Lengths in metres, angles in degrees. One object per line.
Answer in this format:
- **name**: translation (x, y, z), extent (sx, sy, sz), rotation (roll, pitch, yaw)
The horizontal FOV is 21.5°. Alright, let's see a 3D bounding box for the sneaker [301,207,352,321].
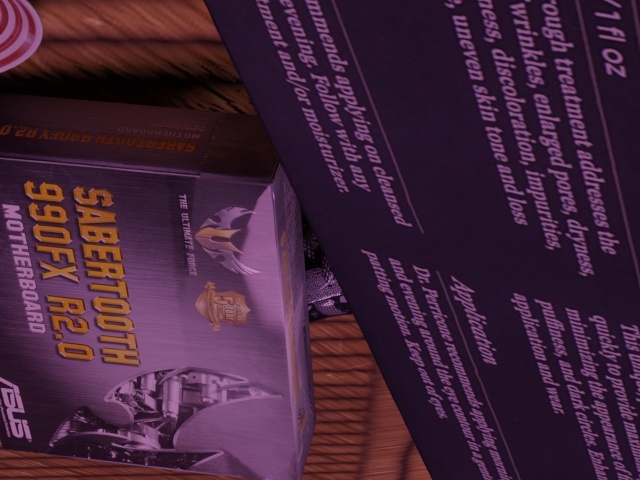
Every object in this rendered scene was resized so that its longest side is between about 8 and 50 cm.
- **sneaker**: translation (0.000, 0.000, 0.979), extent (0.269, 0.101, 0.153), rotation (-4, 161, -11)

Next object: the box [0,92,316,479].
- **box**: translation (-0.100, 0.031, 0.921), extent (0.183, 0.056, 0.231), rotation (6, 133, 10)

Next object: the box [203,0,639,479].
- **box**: translation (0.164, -0.038, 0.448), extent (0.313, 0.179, 0.343), rotation (16, 150, 29)

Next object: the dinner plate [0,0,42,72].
- **dinner plate**: translation (-0.199, -0.106, 0.778), extent (0.141, 0.017, 0.141), rotation (-1, 160, 0)
